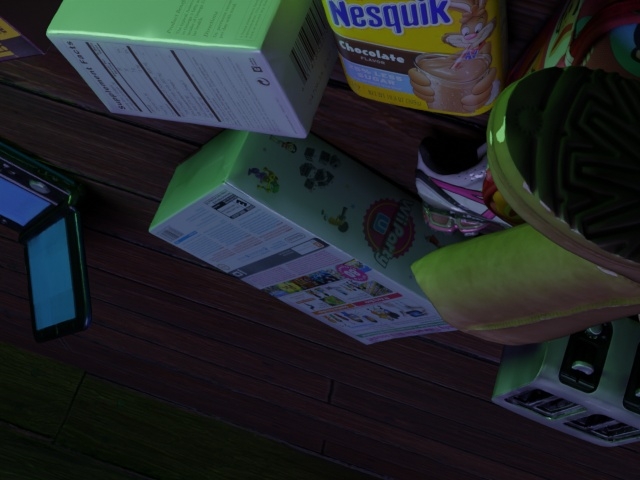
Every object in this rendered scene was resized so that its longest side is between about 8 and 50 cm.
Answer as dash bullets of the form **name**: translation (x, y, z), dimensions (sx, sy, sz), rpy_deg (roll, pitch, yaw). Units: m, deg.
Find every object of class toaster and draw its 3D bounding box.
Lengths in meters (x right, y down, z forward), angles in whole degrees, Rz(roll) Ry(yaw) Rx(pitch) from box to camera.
- **toaster**: translation (0.298, 0.150, 1.075), dimensions (0.168, 0.110, 0.186), rpy_deg (23, 159, -5)

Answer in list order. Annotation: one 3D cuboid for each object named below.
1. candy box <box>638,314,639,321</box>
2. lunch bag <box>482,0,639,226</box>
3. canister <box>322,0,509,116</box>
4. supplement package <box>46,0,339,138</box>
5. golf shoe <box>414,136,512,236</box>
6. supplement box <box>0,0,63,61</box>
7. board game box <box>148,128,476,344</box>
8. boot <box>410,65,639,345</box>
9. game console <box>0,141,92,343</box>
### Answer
- **candy box**: translation (0.440, 0.107, 0.767), dimensions (0.316, 0.087, 0.183), rpy_deg (0, 124, 37)
- **lunch bag**: translation (0.255, -0.071, 0.589), dimensions (0.258, 0.120, 0.293), rpy_deg (16, 160, 0)
- **canister**: translation (0.060, -0.156, 0.606), dimensions (0.126, 0.073, 0.170), rpy_deg (13, 159, 19)
- **supplement package**: translation (-0.087, -0.154, 0.696), dimensions (0.179, 0.105, 0.105), rpy_deg (11, 157, 24)
- **golf shoe**: translation (0.162, -0.047, 0.775), dimensions (0.186, 0.067, 0.086), rpy_deg (3, 125, 30)
- **supplement box**: translation (-0.306, -0.208, 0.795), dimensions (0.188, 0.081, 0.104), rpy_deg (1, 152, 39)
- **board game box**: translation (0.000, 0.000, 1.004), dimensions (0.303, 0.097, 0.224), rpy_deg (31, 157, -21)
- **boot**: translation (0.134, 0.006, 0.582), dimensions (0.236, 0.089, 0.269), rpy_deg (23, 161, -20)
- **game console**: translation (-0.433, 0.006, 1.299), dimensions (0.250, 0.173, 0.293), rpy_deg (29, 156, -22)
